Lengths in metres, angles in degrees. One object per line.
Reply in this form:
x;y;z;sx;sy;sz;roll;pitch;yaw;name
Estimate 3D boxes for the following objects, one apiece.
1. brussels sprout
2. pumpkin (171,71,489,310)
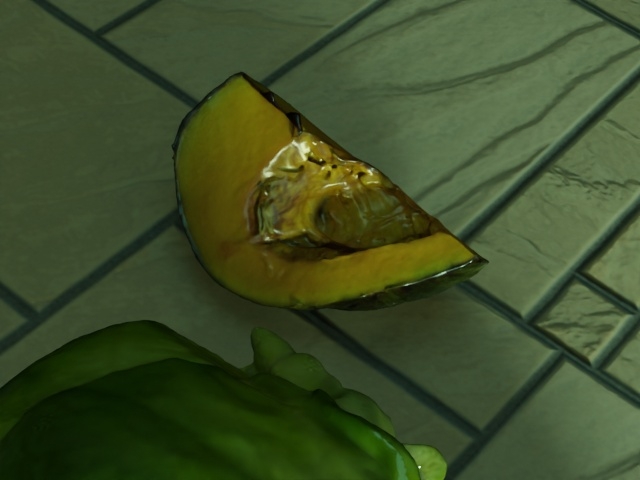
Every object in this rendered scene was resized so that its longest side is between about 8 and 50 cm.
-0.099;0.222;0.901;0.371;0.276;0.315;19;32;20;brussels sprout
0.000;0.000;1.249;0.312;0.148;0.169;39;93;28;pumpkin
